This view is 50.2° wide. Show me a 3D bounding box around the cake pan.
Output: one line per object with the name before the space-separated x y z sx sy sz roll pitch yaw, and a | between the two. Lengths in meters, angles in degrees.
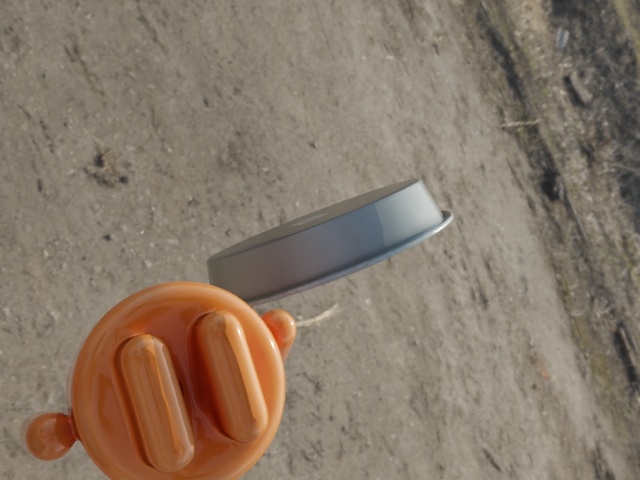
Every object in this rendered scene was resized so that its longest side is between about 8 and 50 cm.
cake pan | 0.000 0.000 0.759 0.293 0.293 0.054 -30 100 -57

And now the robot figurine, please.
robot figurine | -0.098 0.096 0.450 0.128 0.219 0.158 37 68 -12
